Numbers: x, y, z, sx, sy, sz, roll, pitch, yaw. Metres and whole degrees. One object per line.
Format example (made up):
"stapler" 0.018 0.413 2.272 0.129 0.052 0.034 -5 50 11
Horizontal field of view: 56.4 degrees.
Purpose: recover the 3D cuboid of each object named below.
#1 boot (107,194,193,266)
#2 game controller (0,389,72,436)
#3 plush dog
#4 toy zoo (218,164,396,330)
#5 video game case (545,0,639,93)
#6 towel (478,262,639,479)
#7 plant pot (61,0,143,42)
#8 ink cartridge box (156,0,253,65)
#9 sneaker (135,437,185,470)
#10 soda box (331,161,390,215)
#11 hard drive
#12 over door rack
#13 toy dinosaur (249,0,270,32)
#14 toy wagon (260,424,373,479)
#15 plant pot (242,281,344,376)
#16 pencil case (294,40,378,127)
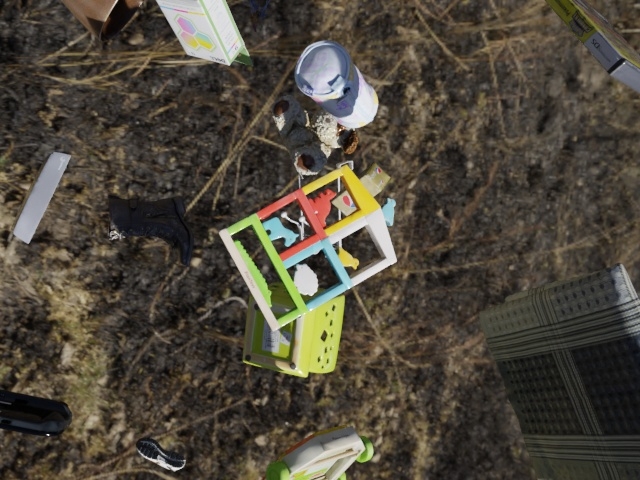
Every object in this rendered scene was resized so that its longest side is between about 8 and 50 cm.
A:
"boot" -0.500 -0.025 1.737 0.229 0.263 0.091 -7 149 -26
"game controller" -0.720 0.374 1.317 0.166 0.319 0.067 -145 -110 -79
"plush dog" -0.001 -0.327 1.826 0.210 0.225 0.262 66 -1 -78
"toy zoo" 0.000 0.000 1.021 0.293 0.030 0.192 -30 95 -11
"video game case" 0.530 -0.367 1.105 0.275 0.035 0.248 4 51 -43
"towel" 0.389 0.215 0.898 0.056 0.324 0.312 -13 78 -24
"plant pot" -0.523 -0.604 1.329 0.230 0.215 0.215 37 64 -14
"ink cartridge box" -0.216 -0.397 1.129 0.062 0.109 0.209 -60 154 -19
"sneaker" -0.334 0.445 1.231 0.043 0.109 0.040 -57 -177 47
"soda box" 0.106 -0.134 1.589 0.061 0.181 0.058 42 57 -9
"hard drive" -0.755 -0.119 1.602 0.054 0.172 0.254 27 80 -29
"over door rack" -0.023 -0.115 1.983 0.108 0.239 0.324 1 99 -39
"toy dinosaur" -0.146 -0.503 1.298 0.047 0.082 0.090 28 95 -28
"toy wagon" -0.047 0.533 1.310 0.267 0.068 0.344 2 133 -44
"plant pot" -0.084 0.243 1.625 0.207 0.227 0.228 -2 99 -67
"pencil case" 0.043 -0.318 1.249 0.113 0.124 0.273 -62 165 5
